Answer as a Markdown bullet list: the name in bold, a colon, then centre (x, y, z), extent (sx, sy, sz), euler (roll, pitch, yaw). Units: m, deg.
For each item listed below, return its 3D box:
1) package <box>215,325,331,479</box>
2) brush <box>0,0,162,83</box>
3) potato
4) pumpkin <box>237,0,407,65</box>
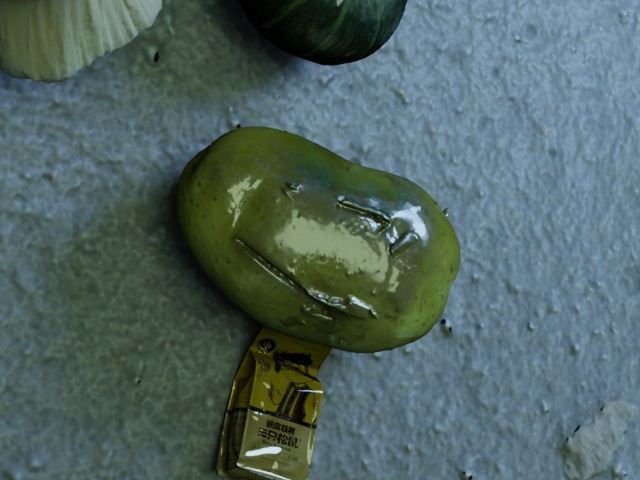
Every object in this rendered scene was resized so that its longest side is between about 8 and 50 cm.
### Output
- **package**: centre (-0.038, 0.140, 1.131), extent (0.071, 0.047, 0.131), euler (19, 69, -26)
- **brush**: centre (-0.238, -0.258, 0.983), extent (0.267, 0.166, 0.174), euler (42, 71, 14)
- **potato**: centre (0.000, 0.000, 1.102), extent (0.248, 0.143, 0.169), euler (28, 40, -18)
- **pumpkin**: centre (-0.002, -0.228, 1.127), extent (0.167, 0.125, 0.167), euler (1, 87, -31)
